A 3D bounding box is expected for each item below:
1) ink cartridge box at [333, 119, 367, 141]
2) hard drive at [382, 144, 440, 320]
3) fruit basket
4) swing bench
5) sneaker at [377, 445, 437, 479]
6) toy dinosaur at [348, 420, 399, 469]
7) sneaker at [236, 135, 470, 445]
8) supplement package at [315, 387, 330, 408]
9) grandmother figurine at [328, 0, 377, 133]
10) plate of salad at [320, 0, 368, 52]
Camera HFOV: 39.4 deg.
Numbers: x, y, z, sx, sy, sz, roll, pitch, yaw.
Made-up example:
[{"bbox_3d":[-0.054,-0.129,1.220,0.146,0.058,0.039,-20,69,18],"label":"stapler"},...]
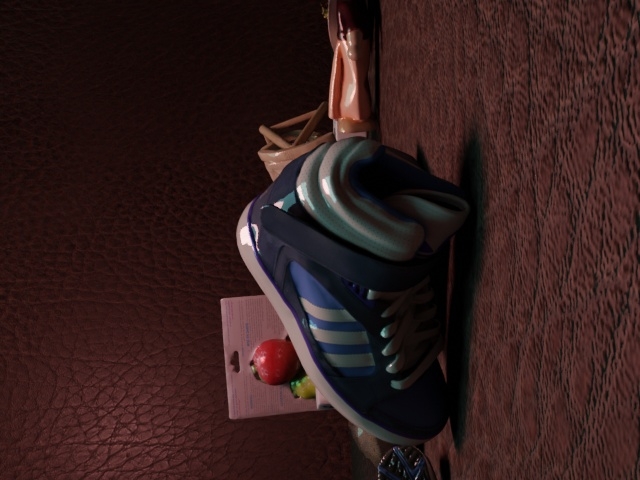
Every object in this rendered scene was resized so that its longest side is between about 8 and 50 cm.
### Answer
[{"bbox_3d":[0.067,-0.235,2.019,0.127,0.072,0.175,-97,6,-72],"label":"ink cartridge box"},{"bbox_3d":[0.102,0.001,1.072,0.255,0.054,0.172,-95,3,-63],"label":"hard drive"},{"bbox_3d":[-0.054,0.268,2.157,0.165,0.353,0.327,-98,5,-70],"label":"fruit basket"},{"bbox_3d":[-0.006,-0.108,1.782,0.255,0.165,0.253,-94,-19,-66],"label":"swing bench"},{"bbox_3d":[0.116,0.336,1.005,0.081,0.080,0.211,25,-119,-67],"label":"sneaker"},{"bbox_3d":[0.078,0.243,1.260,0.160,0.121,0.314,43,-133,-72],"label":"toy dinosaur"},{"bbox_3d":[0.074,0.051,0.852,0.323,0.130,0.236,54,141,-6],"label":"sneaker"},{"bbox_3d":[0.059,0.248,1.690,0.244,0.139,0.134,89,179,-77],"label":"supplement package"},{"bbox_3d":[0.057,-0.374,1.635,0.208,0.104,0.342,-110,15,-67],"label":"grandmother figurine"},{"bbox_3d":[0.046,-0.454,1.752,0.200,0.048,0.200,11,-90,-68],"label":"plate of salad"}]
